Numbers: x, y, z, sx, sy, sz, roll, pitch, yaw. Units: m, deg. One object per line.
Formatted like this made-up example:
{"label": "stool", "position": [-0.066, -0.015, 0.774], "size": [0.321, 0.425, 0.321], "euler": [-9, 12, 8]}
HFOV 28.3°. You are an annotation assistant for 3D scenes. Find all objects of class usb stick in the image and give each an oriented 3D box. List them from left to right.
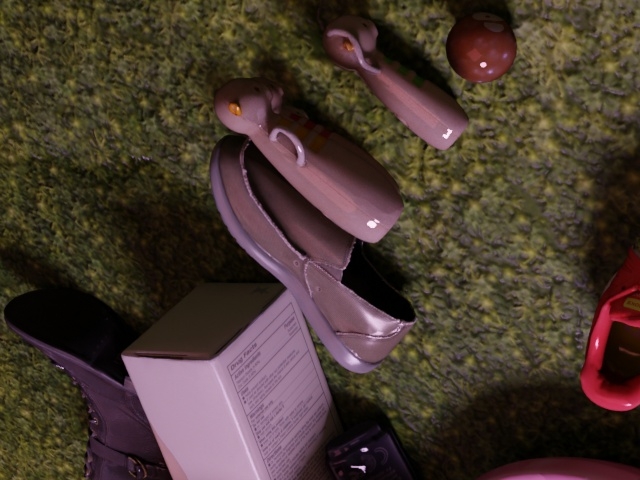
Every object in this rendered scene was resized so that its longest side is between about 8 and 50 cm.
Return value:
{"label": "usb stick", "position": [0.092, 0.307, 1.280], "size": [0.077, 0.045, 0.278], "euler": [-28, 105, -1]}

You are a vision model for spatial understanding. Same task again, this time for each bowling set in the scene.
{"label": "bowling set", "position": [0.036, -0.123, 0.984], "size": [0.154, 0.287, 0.200], "euler": [39, 91, -3]}

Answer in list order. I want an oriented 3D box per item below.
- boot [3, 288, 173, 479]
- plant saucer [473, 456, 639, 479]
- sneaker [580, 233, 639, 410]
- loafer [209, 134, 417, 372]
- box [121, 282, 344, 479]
{"label": "boot", "position": [-0.247, 0.192, 1.423], "size": [0.263, 0.091, 0.229], "euler": [26, 130, 16]}
{"label": "plant saucer", "position": [0.266, 0.323, 1.157], "size": [0.332, 0.084, 0.332], "euler": [17, 128, 24]}
{"label": "sneaker", "position": [0.268, 0.024, 0.929], "size": [0.107, 0.118, 0.279], "euler": [28, 131, 16]}
{"label": "loafer", "position": [0.000, 0.000, 1.133], "size": [0.087, 0.094, 0.251], "euler": [-31, 104, 32]}
{"label": "box", "position": [-0.063, 0.207, 1.268], "size": [0.121, 0.148, 0.311], "euler": [-1, 117, 36]}
